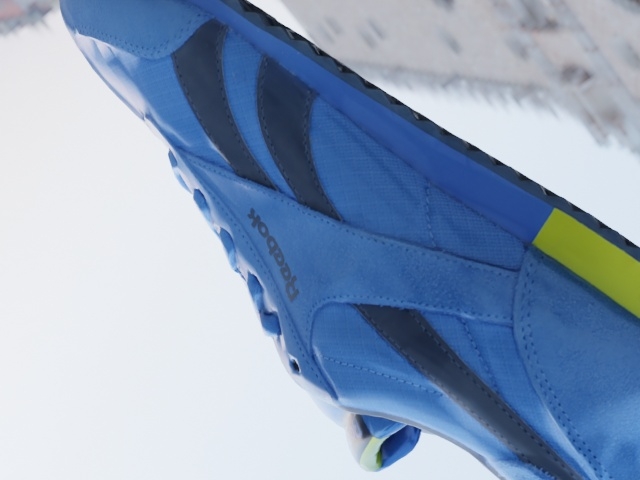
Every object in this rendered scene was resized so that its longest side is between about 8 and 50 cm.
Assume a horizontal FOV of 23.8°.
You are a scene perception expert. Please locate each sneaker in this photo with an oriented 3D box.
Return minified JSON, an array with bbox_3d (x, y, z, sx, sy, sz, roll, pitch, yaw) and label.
[{"bbox_3d":[0.000,0.000,0.364,0.082,0.209,0.069,-57,156,7],"label":"sneaker"}]
